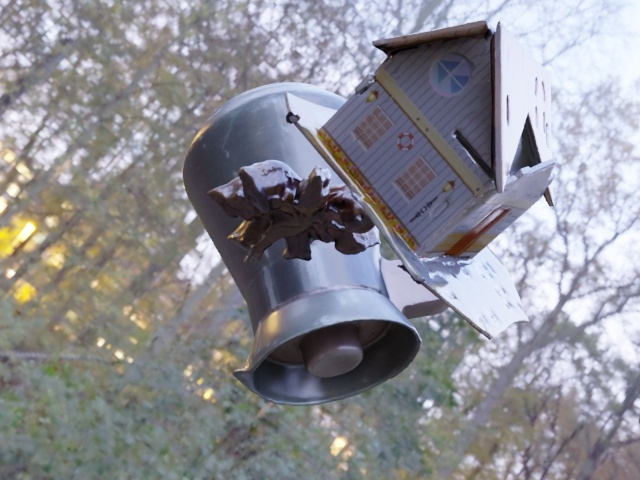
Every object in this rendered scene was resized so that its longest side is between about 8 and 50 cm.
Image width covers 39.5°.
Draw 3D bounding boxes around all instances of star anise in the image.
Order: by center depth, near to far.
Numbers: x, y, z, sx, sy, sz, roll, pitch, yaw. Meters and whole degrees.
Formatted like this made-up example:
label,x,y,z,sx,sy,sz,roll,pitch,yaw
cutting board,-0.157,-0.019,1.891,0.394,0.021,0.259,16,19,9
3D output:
label,x,y,z,sx,sy,sz,roll,pitch,yaw
star anise,-0.015,-0.026,0.776,0.167,0.057,0.168,0,-30,0

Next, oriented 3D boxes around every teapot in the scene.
label,x,y,z,sx,sy,sz,roll,pitch,yaw
teapot,0.000,0.000,1.085,0.253,0.300,0.344,98,-20,-56

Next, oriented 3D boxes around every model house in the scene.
label,x,y,z,sx,sy,sz,roll,pitch,yaw
model house,0.111,-0.059,0.596,0.207,0.136,0.219,52,20,18

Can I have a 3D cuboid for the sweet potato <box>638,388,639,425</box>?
label,x,y,z,sx,sy,sz,roll,pitch,yaw
sweet potato,0.619,0.305,1.631,0.066,0.072,0.314,11,-32,27
